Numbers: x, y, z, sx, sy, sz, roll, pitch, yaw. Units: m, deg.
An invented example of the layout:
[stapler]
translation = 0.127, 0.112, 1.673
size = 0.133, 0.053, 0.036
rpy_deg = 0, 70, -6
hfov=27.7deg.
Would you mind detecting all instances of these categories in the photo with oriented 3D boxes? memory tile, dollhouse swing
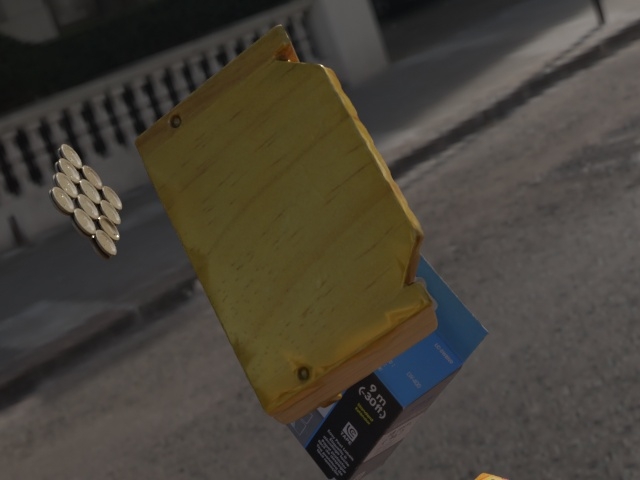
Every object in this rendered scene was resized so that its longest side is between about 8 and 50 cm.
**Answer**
[memory tile]
translation = -0.281, -0.047, 1.561
size = 0.012, 0.113, 0.148
rpy_deg = -35, 27, 15
[dollhouse swing]
translation = 0.000, 0.000, 1.497
size = 0.315, 0.347, 0.305
rpy_deg = -36, -20, 22

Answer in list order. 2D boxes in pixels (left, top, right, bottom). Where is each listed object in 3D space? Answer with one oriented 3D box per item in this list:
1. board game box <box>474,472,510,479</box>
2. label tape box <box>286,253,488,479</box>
[board game box]
translation = 0.239, 0.517, 1.353
size = 0.356, 0.357, 0.356
rpy_deg = 14, 22, 30
[label tape box]
translation = 0.050, 0.155, 1.805
size = 0.106, 0.241, 0.334
rpy_deg = -22, -27, -42
